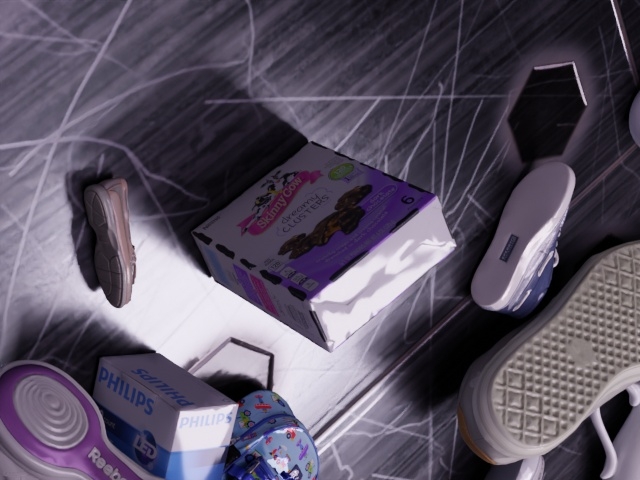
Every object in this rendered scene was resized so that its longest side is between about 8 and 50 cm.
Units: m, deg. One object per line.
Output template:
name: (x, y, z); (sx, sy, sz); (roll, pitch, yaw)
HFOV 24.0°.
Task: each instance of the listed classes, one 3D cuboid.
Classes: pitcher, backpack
pitcher: (0.418, 0.277, 1.980); (0.178, 0.125, 0.207); (7, 95, -20)
backpack: (-0.068, 0.250, 1.551); (0.173, 0.117, 0.158); (-40, 131, -23)

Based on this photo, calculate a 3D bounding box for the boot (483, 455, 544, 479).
boot: (0.244, 0.372, 1.852); (0.123, 0.095, 0.258); (21, 105, -10)

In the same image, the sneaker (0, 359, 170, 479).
sneaker: (-0.206, 0.244, 1.351); (0.305, 0.152, 0.114); (53, 47, -4)

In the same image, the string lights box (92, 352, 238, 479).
string lights box: (-0.172, 0.253, 1.449); (0.077, 0.133, 0.259); (0, 109, -44)

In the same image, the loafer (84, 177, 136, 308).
loafer: (-0.186, 0.002, 1.392); (0.039, 0.045, 0.125); (-27, 122, -36)

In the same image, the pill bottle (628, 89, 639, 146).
pill bottle: (0.465, -0.131, 1.833); (0.184, 0.103, 0.103); (19, 96, -43)

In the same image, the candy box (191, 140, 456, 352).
candy box: (0.000, 0.000, 1.438); (0.165, 0.196, 0.070); (-39, 129, -21)

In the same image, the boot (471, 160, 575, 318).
boot: (0.248, 0.001, 1.744); (0.086, 0.069, 0.190); (21, 103, -50)

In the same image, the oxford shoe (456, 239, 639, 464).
oxford shoe: (0.319, 0.129, 1.823); (0.449, 0.130, 0.169); (-32, 84, -35)
